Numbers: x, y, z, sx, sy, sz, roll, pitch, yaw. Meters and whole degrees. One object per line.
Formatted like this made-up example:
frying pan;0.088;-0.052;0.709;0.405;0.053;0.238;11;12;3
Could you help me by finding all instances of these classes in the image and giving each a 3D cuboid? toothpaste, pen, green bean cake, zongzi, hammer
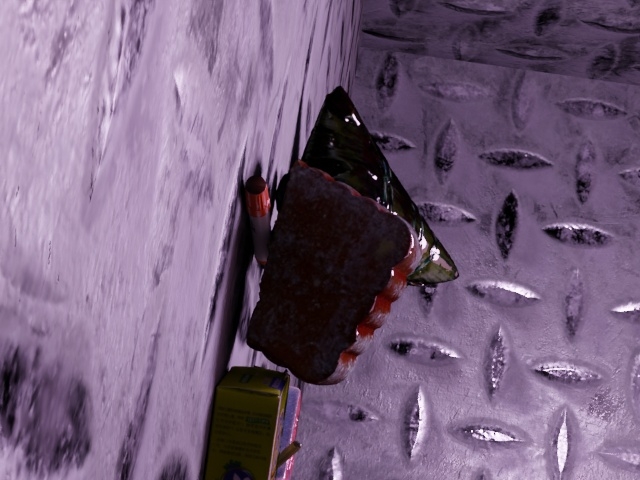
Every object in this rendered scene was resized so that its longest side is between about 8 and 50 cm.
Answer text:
toothpaste;-0.099;0.317;1.193;0.110;0.077;0.327;-47;145;-82
pen;-0.071;-0.020;1.203;0.239;0.028;0.028;91;8;-70
green bean cake;-0.003;0.043;1.218;0.232;0.198;0.097;-62;159;-2
zongzi;0.030;0.005;1.700;0.383;0.319;0.362;68;36;-49
hammer;-0.080;0.308;1.279;0.195;0.028;0.060;-49;-163;40

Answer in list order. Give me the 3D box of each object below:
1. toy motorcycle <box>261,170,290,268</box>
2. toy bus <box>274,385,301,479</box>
toy motorcycle;0.000;0.000;1.373;0.270;0.106;0.159;31;-74;55
toy bus;-0.077;0.324;1.645;0.065;0.077;0.192;91;6;-47
